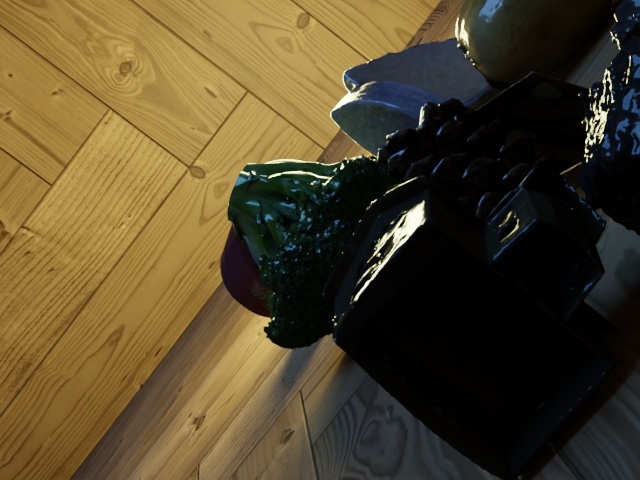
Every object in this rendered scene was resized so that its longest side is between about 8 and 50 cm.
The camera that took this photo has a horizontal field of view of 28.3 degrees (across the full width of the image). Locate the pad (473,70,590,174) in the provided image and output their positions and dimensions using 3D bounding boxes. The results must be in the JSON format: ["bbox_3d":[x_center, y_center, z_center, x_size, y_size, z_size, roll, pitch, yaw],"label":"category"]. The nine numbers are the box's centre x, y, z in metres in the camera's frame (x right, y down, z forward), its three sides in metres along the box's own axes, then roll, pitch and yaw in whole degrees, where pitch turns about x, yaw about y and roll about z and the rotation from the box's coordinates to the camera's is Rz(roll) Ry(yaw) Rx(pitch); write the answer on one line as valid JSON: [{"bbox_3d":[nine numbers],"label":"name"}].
[{"bbox_3d":[0.229,-0.113,1.339,0.235,0.158,0.003,146,135,-62],"label":"pad"}]

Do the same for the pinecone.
[{"bbox_3d":[0.145,-0.036,1.279,0.184,0.204,0.179,-43,-5,-39],"label":"pinecone"}]

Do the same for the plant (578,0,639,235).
[{"bbox_3d":[0.289,-0.111,1.055,0.203,0.142,0.131,-62,-4,-24],"label":"plant"}]

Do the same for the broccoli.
[{"bbox_3d":[0.000,0.000,1.712,0.308,0.275,0.308,21,-90,-77],"label":"broccoli"}]

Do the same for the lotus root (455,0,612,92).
[{"bbox_3d":[0.316,-0.341,1.720,0.310,0.183,0.183,-46,10,4],"label":"lotus root"}]

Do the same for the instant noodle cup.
[{"bbox_3d":[-0.053,0.010,2.081,0.235,0.235,0.178,-61,2,-40],"label":"instant noodle cup"}]

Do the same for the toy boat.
[{"bbox_3d":[0.161,-0.211,1.859,0.293,0.276,0.111,-58,-32,-45],"label":"toy boat"}]

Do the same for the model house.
[{"bbox_3d":[0.138,0.028,1.062,0.204,0.211,0.243,-49,10,16],"label":"model house"}]
